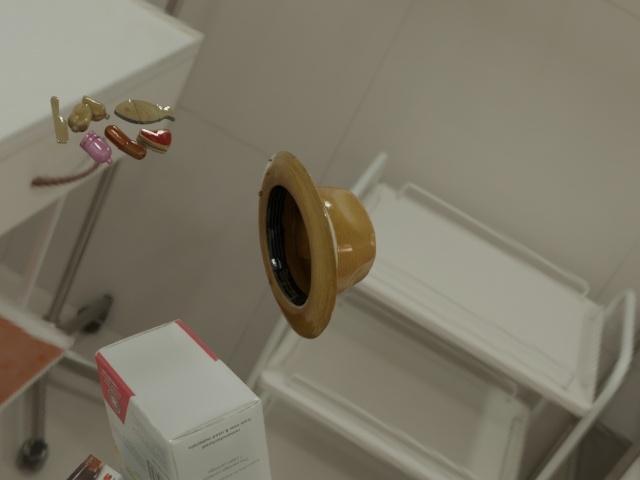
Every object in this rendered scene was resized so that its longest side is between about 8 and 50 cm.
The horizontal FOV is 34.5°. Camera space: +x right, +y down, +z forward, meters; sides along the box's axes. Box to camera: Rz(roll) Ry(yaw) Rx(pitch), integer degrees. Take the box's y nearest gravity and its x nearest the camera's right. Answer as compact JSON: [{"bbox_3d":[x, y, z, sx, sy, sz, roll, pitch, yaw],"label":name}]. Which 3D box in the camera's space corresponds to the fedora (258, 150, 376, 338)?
[{"bbox_3d":[0.000,0.000,0.992,0.079,0.194,0.194,-9,42,-20],"label":"fedora"}]

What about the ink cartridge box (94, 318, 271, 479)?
[{"bbox_3d":[-0.165,0.289,1.307,0.131,0.306,0.226,-23,35,-26],"label":"ink cartridge box"}]

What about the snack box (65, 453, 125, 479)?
[{"bbox_3d":[-0.334,0.360,1.325,0.064,0.022,0.178,24,59,32],"label":"snack box"}]

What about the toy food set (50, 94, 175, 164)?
[{"bbox_3d":[-0.191,-0.100,0.962,0.122,0.019,0.078,4,52,-31],"label":"toy food set"}]
